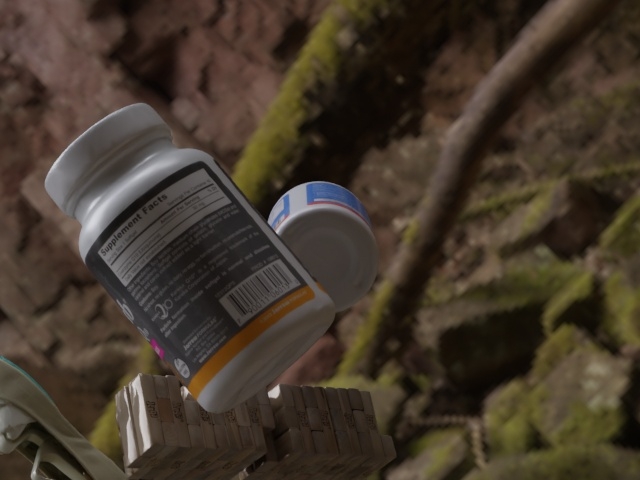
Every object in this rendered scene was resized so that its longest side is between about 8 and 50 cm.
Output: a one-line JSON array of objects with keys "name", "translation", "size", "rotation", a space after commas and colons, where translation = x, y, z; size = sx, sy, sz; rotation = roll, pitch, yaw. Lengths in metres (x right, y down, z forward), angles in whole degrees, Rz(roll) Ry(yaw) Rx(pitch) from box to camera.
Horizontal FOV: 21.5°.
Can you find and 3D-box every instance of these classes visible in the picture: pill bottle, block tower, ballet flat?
[{"name": "pill bottle", "translation": [-0.128, 0.014, 1.607], "size": [0.162, 0.278, 0.162], "rotation": [-39, -11, -9]}, {"name": "block tower", "translation": [-0.077, 0.219, 1.923], "size": [0.336, 0.097, 0.091], "rotation": [10, -36, -36]}, {"name": "pill bottle", "translation": [0.000, 0.000, 1.918], "size": [0.124, 0.124, 0.221], "rotation": [-46, 9, 8]}, {"name": "ballet flat", "translation": [-0.315, 0.226, 1.888], "size": [0.086, 0.248, 0.086], "rotation": [-48, 4, 4]}]
